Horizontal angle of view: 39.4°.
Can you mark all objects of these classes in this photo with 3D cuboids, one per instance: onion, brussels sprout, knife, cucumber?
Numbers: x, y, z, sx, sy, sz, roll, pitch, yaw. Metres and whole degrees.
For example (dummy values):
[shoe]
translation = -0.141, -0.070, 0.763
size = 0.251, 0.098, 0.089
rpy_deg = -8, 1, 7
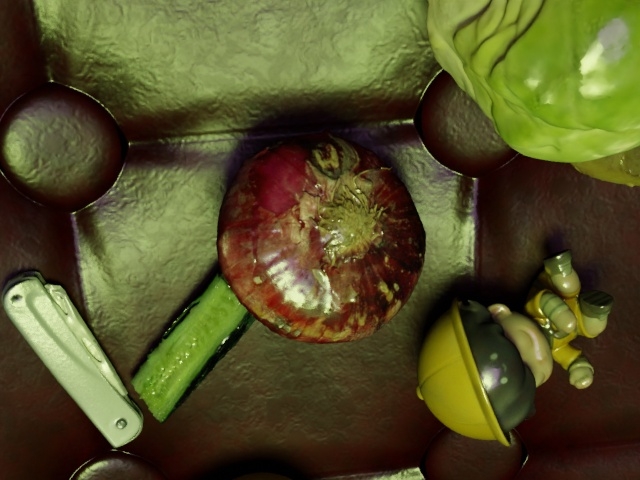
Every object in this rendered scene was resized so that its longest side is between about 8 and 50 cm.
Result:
[onion]
translation = 0.000, 0.000, 1.021
size = 0.246, 0.190, 0.246
rpy_deg = 1, 86, -20
[brussels sprout]
translation = 0.256, -0.219, 0.906
size = 0.316, 0.242, 0.274
rpy_deg = -17, 83, 31
[knife]
translation = -0.306, 0.151, 1.126
size = 0.073, 0.040, 0.266
rpy_deg = -30, 112, -4
[cucumber]
translation = -0.154, 0.132, 1.130
size = 0.078, 0.062, 0.211
rpy_deg = 44, 110, 15

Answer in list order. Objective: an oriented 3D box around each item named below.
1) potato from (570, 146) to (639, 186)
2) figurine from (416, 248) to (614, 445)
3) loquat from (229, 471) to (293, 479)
[potato]
translation = 0.370, -0.116, 1.022
size = 0.200, 0.081, 0.164
rpy_deg = 7, 121, 34
[figurine]
translation = 0.238, 0.137, 1.120
size = 0.256, 0.167, 0.192
rpy_deg = -32, 100, -17
[loquat]
translation = -0.091, 0.399, 1.177
size = 0.234, 0.176, 0.187
rpy_deg = -17, 113, 12
